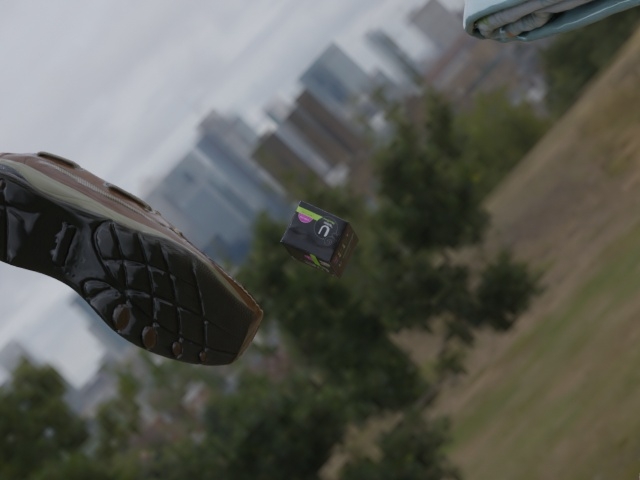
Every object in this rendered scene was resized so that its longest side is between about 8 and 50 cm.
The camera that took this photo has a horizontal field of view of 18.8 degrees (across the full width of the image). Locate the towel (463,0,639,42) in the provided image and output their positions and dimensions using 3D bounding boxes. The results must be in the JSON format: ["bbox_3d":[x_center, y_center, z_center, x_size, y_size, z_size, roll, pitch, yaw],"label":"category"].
[{"bbox_3d":[0.246,-0.358,1.747,0.374,0.090,0.320,173,108,-69],"label":"towel"}]

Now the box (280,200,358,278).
[{"bbox_3d":[0.000,0.000,2.107,0.052,0.062,0.083,-65,-14,-8],"label":"box"}]

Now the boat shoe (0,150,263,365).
[{"bbox_3d":[-0.197,0.000,1.898,0.122,0.324,0.120,-62,-6,30],"label":"boat shoe"}]
